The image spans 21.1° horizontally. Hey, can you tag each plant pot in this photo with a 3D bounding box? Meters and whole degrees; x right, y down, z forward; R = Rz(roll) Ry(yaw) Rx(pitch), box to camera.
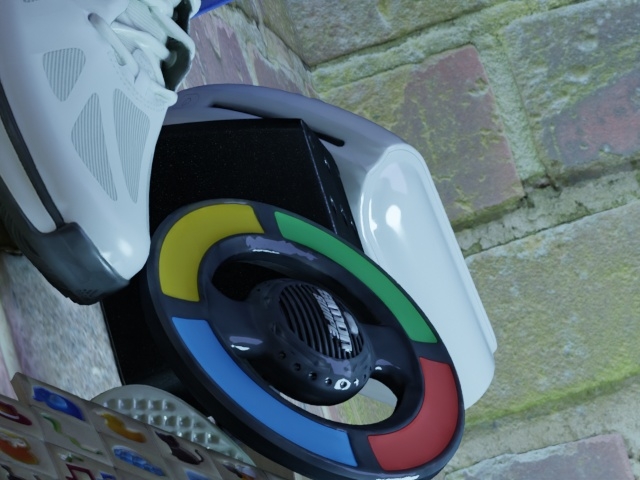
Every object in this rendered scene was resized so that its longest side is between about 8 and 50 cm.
[{"bbox_3d":[-0.060,0.008,1.234,0.188,0.167,0.187,41,31,-74],"label":"plant pot"}]

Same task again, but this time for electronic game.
[{"bbox_3d":[-0.008,0.060,1.052,0.229,0.048,0.229,27,32,-18],"label":"electronic game"}]

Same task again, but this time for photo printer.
[{"bbox_3d":[0.000,0.000,1.456,0.107,0.256,0.307,-51,138,-26],"label":"photo printer"}]

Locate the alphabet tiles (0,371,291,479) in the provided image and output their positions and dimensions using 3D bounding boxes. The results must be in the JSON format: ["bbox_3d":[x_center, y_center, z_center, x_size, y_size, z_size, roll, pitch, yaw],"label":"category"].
[{"bbox_3d":[-0.064,0.136,0.839,0.237,0.009,0.198,25,11,-28],"label":"alphabet tiles"}]

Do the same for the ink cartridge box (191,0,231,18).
[{"bbox_3d":[-0.094,-0.328,1.418,0.395,0.270,0.151,-98,162,-54],"label":"ink cartridge box"}]

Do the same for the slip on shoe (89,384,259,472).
[{"bbox_3d":[-0.059,0.228,1.002,0.101,0.123,0.331,3,-52,57],"label":"slip on shoe"}]

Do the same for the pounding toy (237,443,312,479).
[{"bbox_3d":[-0.039,0.230,1.159,0.206,0.094,0.181,30,45,-65],"label":"pounding toy"}]

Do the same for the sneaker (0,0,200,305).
[{"bbox_3d":[-0.104,-0.190,1.053,0.169,0.257,0.447,58,15,-60],"label":"sneaker"}]

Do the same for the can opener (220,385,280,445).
[{"bbox_3d":[-0.029,0.146,1.383,0.076,0.095,0.283,56,17,-66],"label":"can opener"}]
